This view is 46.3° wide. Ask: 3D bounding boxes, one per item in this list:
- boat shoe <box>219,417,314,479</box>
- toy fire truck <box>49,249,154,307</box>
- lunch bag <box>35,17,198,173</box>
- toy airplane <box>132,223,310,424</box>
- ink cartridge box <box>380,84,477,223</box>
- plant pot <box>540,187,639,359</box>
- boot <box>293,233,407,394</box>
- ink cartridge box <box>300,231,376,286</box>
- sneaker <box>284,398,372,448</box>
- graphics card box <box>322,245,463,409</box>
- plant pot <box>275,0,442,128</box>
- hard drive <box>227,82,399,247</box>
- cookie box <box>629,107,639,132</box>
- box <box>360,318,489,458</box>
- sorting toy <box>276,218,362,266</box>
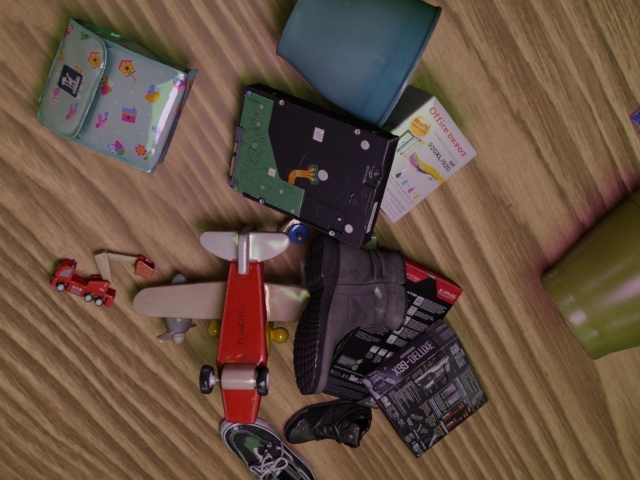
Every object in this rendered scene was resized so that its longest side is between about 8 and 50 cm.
[{"bbox_3d":[-0.126,0.551,1.858,0.113,0.105,0.306,-39,113,4],"label":"boat shoe"},{"bbox_3d":[-0.475,0.072,1.634,0.192,0.047,0.135,25,103,-19],"label":"toy fire truck"},{"bbox_3d":[-0.404,-0.284,1.460,0.262,0.160,0.223,23,107,-8],"label":"lunch bag"},{"bbox_3d":[-0.161,0.151,1.642,0.384,0.272,0.386,-44,80,-4],"label":"toy airplane"},{"bbox_3d":[0.178,-0.191,1.612,0.233,0.168,0.171,-40,113,4],"label":"ink cartridge box"},{"bbox_3d":[0.732,0.096,1.773,0.353,0.366,0.366,-34,114,15],"label":"plant pot"},{"bbox_3d":[0.075,0.160,1.528,0.223,0.118,0.337,15,76,-23],"label":"boot"},{"bbox_3d":[0.041,0.054,1.749,0.180,0.045,0.145,-2,112,-4],"label":"ink cartridge box"},{"bbox_3d":[0.023,0.463,1.847,0.228,0.130,0.087,-15,111,-4],"label":"sneaker"},{"bbox_3d":[0.142,0.212,1.769,0.233,0.094,0.370,24,103,-37],"label":"graphics card box"},{"bbox_3d":[0.060,-0.391,1.477,0.255,0.271,0.271,26,103,-4],"label":"plant pot"},{"bbox_3d":[-0.024,-0.157,1.521,0.339,0.064,0.236,24,117,22],"label":"hard drive"},{"bbox_3d":[0.807,-0.284,1.785,0.092,0.040,0.107,-42,113,5],"label":"cookie box"},{"bbox_3d":[0.263,0.368,1.828,0.242,0.076,0.307,-37,131,-6],"label":"box"},{"bbox_3d":[0.000,0.000,1.666,0.132,0.046,0.274,-35,116,6],"label":"sorting toy"}]
